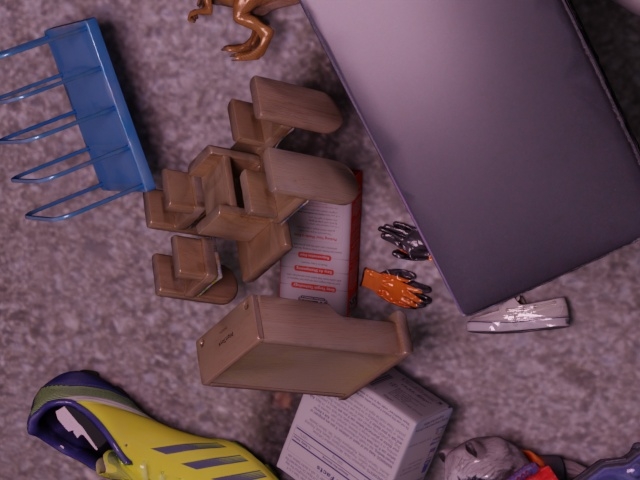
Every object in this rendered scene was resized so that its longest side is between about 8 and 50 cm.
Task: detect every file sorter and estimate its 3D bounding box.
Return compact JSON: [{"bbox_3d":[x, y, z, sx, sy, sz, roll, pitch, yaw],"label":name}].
[{"bbox_3d":[-0.251,-0.111,1.349,0.118,0.104,0.170,6,118,61],"label":"file sorter"}]

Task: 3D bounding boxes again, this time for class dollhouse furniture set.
[{"bbox_3d":[-0.032,0.010,1.294,0.212,0.161,0.242,-40,51,44],"label":"dollhouse furniture set"}]

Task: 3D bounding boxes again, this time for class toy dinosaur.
[{"bbox_3d":[-0.058,-0.225,1.307,0.212,0.064,0.112,8,109,13],"label":"toy dinosaur"}]

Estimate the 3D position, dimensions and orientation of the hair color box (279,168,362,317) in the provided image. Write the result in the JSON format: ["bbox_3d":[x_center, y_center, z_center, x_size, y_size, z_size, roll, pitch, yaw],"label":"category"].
[{"bbox_3d":[0.000,0.000,1.376,0.072,0.043,0.141,7,109,14],"label":"hair color box"}]

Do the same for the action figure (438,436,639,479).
[{"bbox_3d":[0.194,0.344,1.373,0.341,0.178,0.330,-27,95,-3],"label":"action figure"}]

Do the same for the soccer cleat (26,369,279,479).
[{"bbox_3d":[-0.172,0.233,1.460,0.289,0.121,0.093,27,113,5],"label":"soccer cleat"}]

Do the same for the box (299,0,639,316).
[{"bbox_3d":[0.130,-0.137,1.147,0.183,0.294,0.296,-26,99,13],"label":"box"}]

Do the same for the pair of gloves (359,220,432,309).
[{"bbox_3d":[0.082,0.025,1.380,0.074,0.010,0.083,23,112,8],"label":"pair of gloves"}]

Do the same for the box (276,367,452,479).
[{"bbox_3d":[0.042,0.195,1.394,0.126,0.072,0.137,33,115,28],"label":"box"}]

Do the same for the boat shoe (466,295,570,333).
[{"bbox_3d":[0.188,0.070,1.356,0.100,0.035,0.035,-7,79,22],"label":"boat shoe"}]

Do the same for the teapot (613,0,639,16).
[{"bbox_3d":[0.307,-0.263,1.086,0.256,0.187,0.252,-30,121,12],"label":"teapot"}]
